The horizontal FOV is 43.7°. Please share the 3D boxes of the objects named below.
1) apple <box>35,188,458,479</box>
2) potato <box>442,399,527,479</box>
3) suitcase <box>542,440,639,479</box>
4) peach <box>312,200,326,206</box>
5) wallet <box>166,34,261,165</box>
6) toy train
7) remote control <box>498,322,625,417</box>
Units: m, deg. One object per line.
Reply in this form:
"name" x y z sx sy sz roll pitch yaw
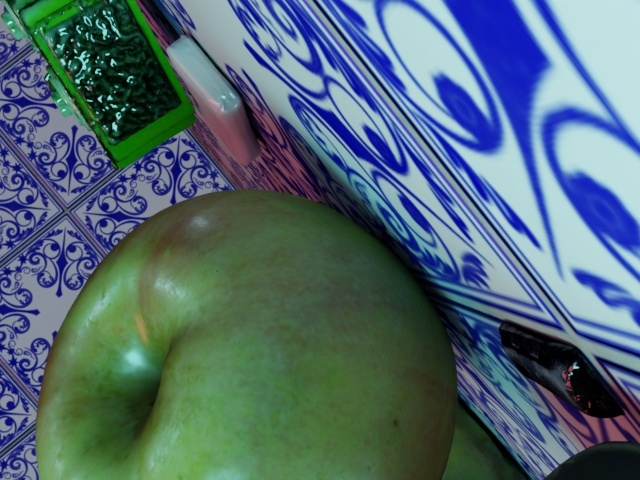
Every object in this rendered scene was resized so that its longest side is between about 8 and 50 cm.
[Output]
"apple" -0.046 0.123 0.599 0.277 0.319 0.319 30 -168 -42
"potato" 0.124 0.295 0.989 0.289 0.301 0.237 18 164 -19
"suitcase" 0.125 0.266 0.175 0.194 0.283 0.434 49 178 -33
"peach" 0.000 0.000 0.751 0.077 0.050 0.083 -96 -15 -52
"wallet" -0.102 -0.134 0.797 0.095 0.033 0.190 52 176 8
"toy train" -0.229 -0.195 0.817 0.188 0.132 0.243 46 166 48
"remote control" 0.108 0.061 0.376 0.039 0.014 0.096 51 177 -5
